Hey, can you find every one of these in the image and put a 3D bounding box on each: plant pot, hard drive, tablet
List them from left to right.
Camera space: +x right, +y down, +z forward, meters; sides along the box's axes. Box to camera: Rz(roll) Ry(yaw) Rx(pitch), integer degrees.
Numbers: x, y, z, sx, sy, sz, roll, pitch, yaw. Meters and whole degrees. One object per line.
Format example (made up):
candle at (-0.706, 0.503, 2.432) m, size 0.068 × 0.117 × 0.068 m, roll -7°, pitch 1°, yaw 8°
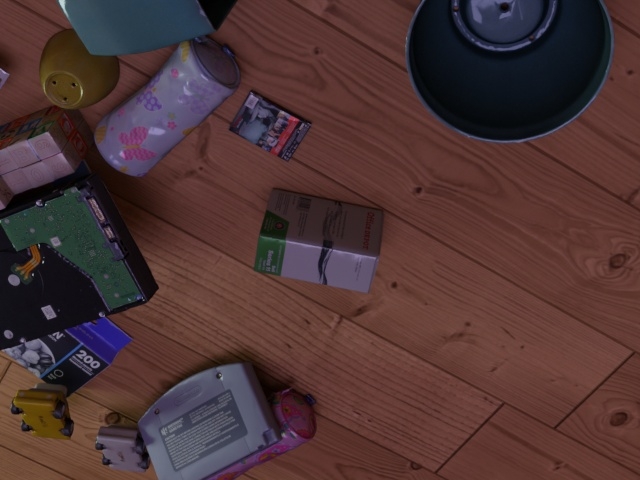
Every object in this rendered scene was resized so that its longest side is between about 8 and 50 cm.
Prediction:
hard drive at (-0.474, 0.041, 1.834) m, size 0.339 × 0.064 × 0.237 m, roll -19°, pitch 109°, yaw 23°
tablet at (-0.456, -0.121, 1.935) m, size 0.083 × 0.006 × 0.054 m, roll -13°, pitch 122°, yaw 16°
plant pot at (-0.413, -0.271, 1.774) m, size 0.134 × 0.095 × 0.134 m, roll 4°, pitch 125°, yaw 5°
plant pot at (-0.273, -0.387, 1.642) m, size 0.234 × 0.165 × 0.165 m, roll -17°, pitch 120°, yaw 25°
plant pot at (0.278, -0.320, 1.590) m, size 0.293 × 0.196 × 0.293 m, roll 4°, pitch 125°, yaw 5°

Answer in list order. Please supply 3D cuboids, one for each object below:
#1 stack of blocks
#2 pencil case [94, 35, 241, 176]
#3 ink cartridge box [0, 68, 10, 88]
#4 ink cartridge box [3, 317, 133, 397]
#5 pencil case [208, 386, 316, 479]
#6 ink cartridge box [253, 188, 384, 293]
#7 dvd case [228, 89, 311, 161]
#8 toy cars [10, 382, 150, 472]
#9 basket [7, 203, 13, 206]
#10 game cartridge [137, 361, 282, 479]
stack of blocks at (-0.558, -0.126, 1.846) m, size 0.297 × 0.171 × 0.087 m, roll -18°, pitch 120°, yaw 18°
pencil case at (-0.258, -0.224, 1.776) m, size 0.124 × 0.113 × 0.273 m, roll 45°, pitch 118°, yaw -11°
ink cartridge box at (-0.580, -0.297, 1.790) m, size 0.115 × 0.029 × 0.063 m, roll 35°, pitch 121°, yaw -17°
ink cartridge box at (-0.520, 0.200, 2.138) m, size 0.208 × 0.045 × 0.206 m, roll -38°, pitch 111°, yaw 26°
pencil case at (-0.140, 0.407, 2.188) m, size 0.284 × 0.124 × 0.124 m, roll -33°, pitch 114°, yaw 25°
ink cartridge box at (0.000, 0.000, 1.870) m, size 0.208 × 0.153 × 0.087 m, roll 11°, pitch 125°, yaw 1°
dvd case at (-0.087, -0.196, 1.833) m, size 0.119 × 0.013 × 0.087 m, roll 26°, pitch 123°, yaw -12°
toy cars at (-0.481, 0.377, 2.199) m, size 0.176 × 0.087 × 0.394 m, roll -19°, pitch 140°, yaw 37°
basket at (-0.521, 0.007, 1.949) m, size 0.227 × 0.154 × 0.204 m, roll 1°, pitch 127°, yaw 11°
game cartridge at (-0.228, 0.369, 2.142) m, size 0.297 × 0.198 × 0.062 m, roll -31°, pitch 160°, yaw 25°
